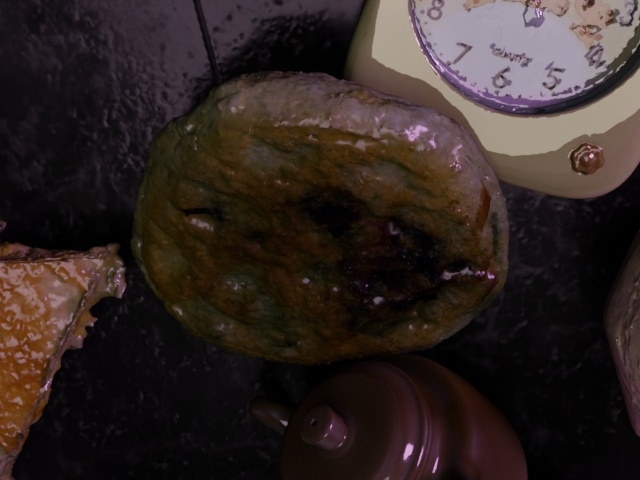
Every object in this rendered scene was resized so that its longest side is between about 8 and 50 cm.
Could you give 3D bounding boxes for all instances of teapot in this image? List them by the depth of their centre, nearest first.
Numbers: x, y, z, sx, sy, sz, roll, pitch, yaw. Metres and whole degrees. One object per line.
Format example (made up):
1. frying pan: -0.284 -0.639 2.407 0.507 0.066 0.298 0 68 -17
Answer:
1. teapot: 0.039 0.173 0.922 0.175 0.268 0.185 40 71 -41

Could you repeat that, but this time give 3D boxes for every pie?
1. pie: 0.000 0.000 0.893 0.323 0.070 0.323 7 137 6

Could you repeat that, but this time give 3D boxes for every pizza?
1. pizza: -0.281 0.083 0.995 0.288 0.075 0.280 -27 110 11

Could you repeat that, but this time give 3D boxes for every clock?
1. clock: 0.160 -0.196 0.848 0.235 0.096 0.308 17 110 -1

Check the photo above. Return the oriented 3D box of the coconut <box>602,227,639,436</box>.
1. coconut: 0.336 0.081 0.873 0.227 0.227 0.230 -17 108 10
